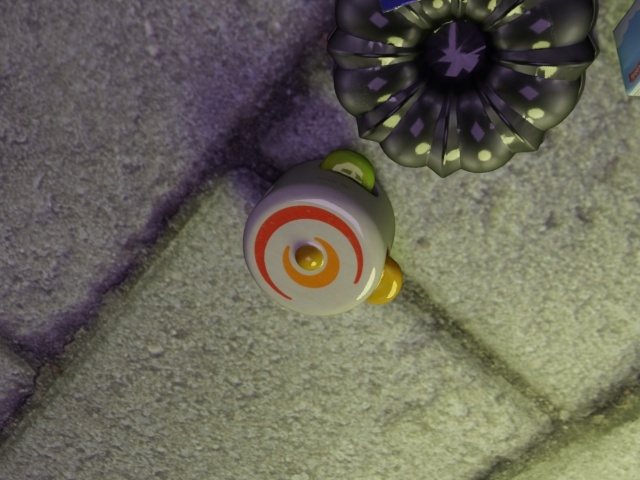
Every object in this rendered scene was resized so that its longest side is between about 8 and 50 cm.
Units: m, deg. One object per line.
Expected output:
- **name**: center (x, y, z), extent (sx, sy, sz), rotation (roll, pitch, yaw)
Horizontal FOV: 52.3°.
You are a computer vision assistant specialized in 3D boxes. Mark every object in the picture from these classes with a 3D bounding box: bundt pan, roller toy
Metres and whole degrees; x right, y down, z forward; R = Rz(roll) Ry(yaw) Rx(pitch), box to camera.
- **bundt pan**: center (0.158, -0.219, 0.756), extent (0.331, 0.124, 0.330), rotation (5, 115, 11)
- **roller toy**: center (0.000, 0.000, 0.882), extent (0.191, 0.146, 0.209), rotation (-15, 110, 21)

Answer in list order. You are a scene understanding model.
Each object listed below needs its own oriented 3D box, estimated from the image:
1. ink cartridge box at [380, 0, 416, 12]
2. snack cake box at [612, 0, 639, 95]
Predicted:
- **ink cartridge box**: center (0.172, -0.413, 0.620), extent (0.308, 0.072, 0.303), rotation (-13, 84, 15)
- **snack cake box**: center (0.399, -0.236, 0.575), extent (0.152, 0.089, 0.264), rotation (2, 157, -5)
